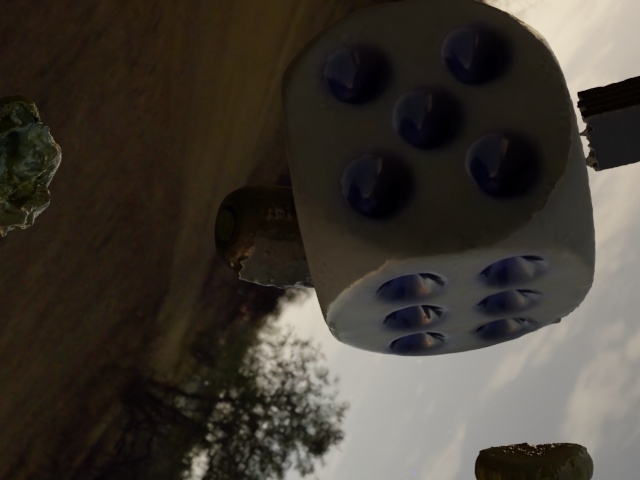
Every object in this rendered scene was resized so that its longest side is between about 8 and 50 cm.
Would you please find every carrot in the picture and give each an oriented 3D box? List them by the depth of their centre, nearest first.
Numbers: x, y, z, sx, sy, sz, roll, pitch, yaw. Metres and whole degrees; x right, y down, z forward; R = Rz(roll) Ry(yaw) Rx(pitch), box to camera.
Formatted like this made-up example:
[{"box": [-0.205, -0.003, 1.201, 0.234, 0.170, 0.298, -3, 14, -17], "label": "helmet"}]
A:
[{"box": [0.000, 0.000, 1.195, 0.139, 0.302, 0.138, -8, -101, 48], "label": "carrot"}]

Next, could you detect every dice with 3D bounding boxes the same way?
[{"box": [0.105, -0.048, 0.809, 0.259, 0.243, 0.251, 75, 7, -65], "label": "dice"}]

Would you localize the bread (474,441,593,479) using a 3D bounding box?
[{"box": [0.283, 0.314, 1.175, 0.094, 0.157, 0.082, 23, 59, -76], "label": "bread"}]

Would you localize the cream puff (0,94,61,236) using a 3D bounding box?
[{"box": [-0.490, -0.096, 1.329, 0.221, 0.195, 0.194, -63, -174, -31], "label": "cream puff"}]

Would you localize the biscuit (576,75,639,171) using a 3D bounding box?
[{"box": [0.478, -0.175, 1.217, 0.252, 0.106, 0.070, -14, -143, 21], "label": "biscuit"}]
